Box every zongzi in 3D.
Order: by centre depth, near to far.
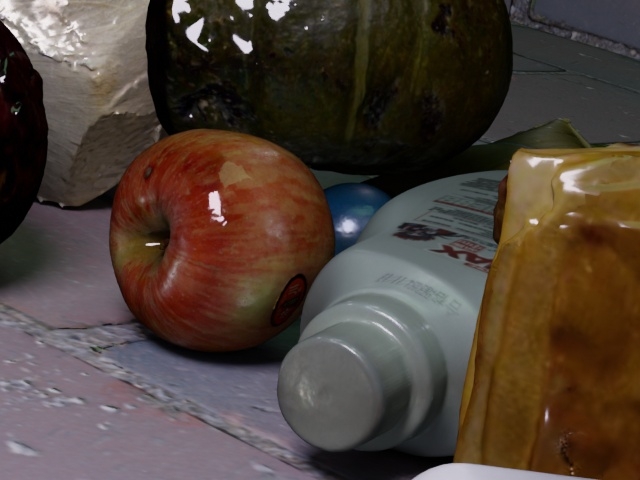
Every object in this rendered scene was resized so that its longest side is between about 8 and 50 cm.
[{"bbox_3d":[0.139,-0.005,1.550,0.256,0.115,0.228,-7,28,-22],"label":"zongzi"}]

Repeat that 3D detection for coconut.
[{"bbox_3d":[-0.210,-0.151,1.541,0.245,0.245,0.247,21,39,31],"label":"coconut"}]

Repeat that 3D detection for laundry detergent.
[{"bbox_3d":[0.108,0.055,1.225,0.264,0.124,0.398,20,17,22],"label":"laundry detergent"}]

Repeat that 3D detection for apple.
[{"bbox_3d":[-0.062,-0.002,1.256,0.131,0.146,0.146,0,19,-42],"label":"apple"}]

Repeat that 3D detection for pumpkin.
[{"bbox_3d":[0.023,-0.122,1.491,0.232,0.242,0.325,14,6,22],"label":"pumpkin"}]

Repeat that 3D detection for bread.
[{"bbox_3d":[0.211,0.093,0.868,0.324,0.277,0.167,8,9,-5],"label":"bread"}]

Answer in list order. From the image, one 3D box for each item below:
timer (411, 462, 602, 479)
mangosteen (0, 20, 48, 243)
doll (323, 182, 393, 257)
[{"bbox_3d":[0.111,0.190,0.534,0.194,0.192,0.195,8,15,-15],"label":"timer"},{"bbox_3d":[-0.271,-0.069,1.258,0.210,0.210,0.210,12,14,-3],"label":"mangosteen"},{"bbox_3d":[0.000,0.000,1.440,0.152,0.085,0.114,3,-8,-4],"label":"doll"}]
